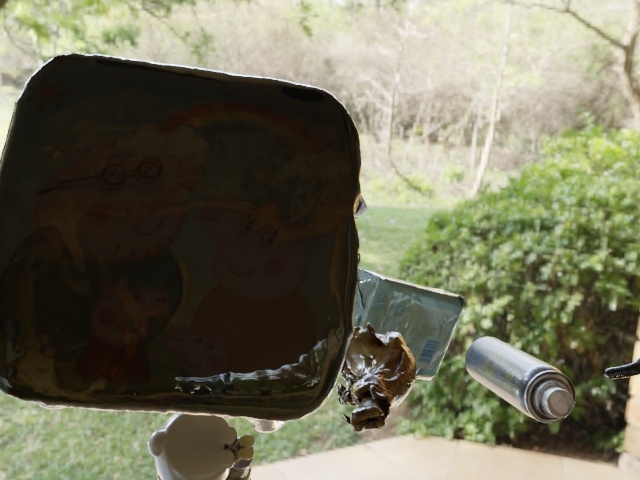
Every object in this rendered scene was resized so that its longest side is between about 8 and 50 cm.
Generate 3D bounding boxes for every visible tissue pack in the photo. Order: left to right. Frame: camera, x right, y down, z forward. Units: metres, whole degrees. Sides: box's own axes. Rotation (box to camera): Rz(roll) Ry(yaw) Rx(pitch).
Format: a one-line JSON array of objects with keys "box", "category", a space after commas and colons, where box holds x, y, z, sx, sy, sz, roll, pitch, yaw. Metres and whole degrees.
[{"box": [0.136, 0.157, 1.531, 0.263, 0.177, 0.089, 16, 6, -44], "category": "tissue pack"}]

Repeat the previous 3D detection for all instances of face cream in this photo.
[{"box": [0.278, 0.193, 1.166, 0.073, 0.073, 0.283, 2, 3, -8], "category": "face cream"}]

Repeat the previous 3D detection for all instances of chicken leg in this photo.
[{"box": [0.057, 0.156, 0.955, 0.085, 0.101, 0.207, -35, 4, 15], "category": "chicken leg"}]

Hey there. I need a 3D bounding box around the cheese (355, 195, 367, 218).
[{"box": [0.000, 0.000, 1.247, 0.042, 0.191, 0.105, 35, -8, 26], "category": "cheese"}]

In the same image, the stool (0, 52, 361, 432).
[{"box": [-0.133, 0.016, 0.786, 0.310, 0.310, 0.226, 8, -17, -8], "category": "stool"}]

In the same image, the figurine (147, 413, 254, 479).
[{"box": [-0.188, 0.344, 1.292, 0.155, 0.127, 0.235, -6, -27, -14], "category": "figurine"}]

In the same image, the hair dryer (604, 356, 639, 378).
[{"box": [0.487, 0.129, 1.151, 0.219, 0.075, 0.195, -26, 44, 7], "category": "hair dryer"}]

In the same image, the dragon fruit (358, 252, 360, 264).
[{"box": [0.008, 0.052, 1.721, 0.120, 0.127, 0.161, 33, 21, 14], "category": "dragon fruit"}]
